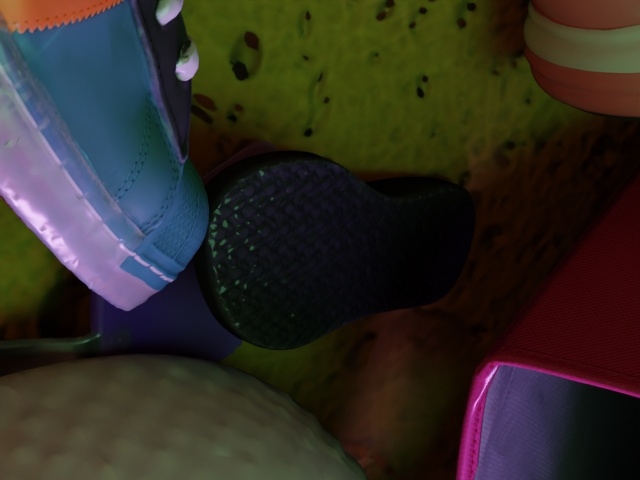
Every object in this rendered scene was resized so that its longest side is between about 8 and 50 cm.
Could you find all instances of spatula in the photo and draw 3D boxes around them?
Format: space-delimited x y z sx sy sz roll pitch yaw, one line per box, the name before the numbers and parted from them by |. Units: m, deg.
spatula | -0.128 0.049 0.537 0.296 0.030 0.084 -22 130 -29

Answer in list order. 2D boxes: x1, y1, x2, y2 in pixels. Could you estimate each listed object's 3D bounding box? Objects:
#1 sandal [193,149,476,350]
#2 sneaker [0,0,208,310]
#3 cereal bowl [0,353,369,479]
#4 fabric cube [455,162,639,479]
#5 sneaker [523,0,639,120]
sandal | 0.000 0.000 0.602 0.179 0.040 0.067 1 109 -61
sneaker | -0.080 -0.108 0.423 0.121 0.108 0.302 -36 132 -11
cereal bowl | -0.085 0.215 0.578 0.339 0.141 0.339 -25 136 -26
fabric cube | 0.220 0.109 0.649 0.258 0.259 0.254 -45 143 -47
sneaker | 0.203 -0.160 0.581 0.314 0.116 0.136 -26 120 3
